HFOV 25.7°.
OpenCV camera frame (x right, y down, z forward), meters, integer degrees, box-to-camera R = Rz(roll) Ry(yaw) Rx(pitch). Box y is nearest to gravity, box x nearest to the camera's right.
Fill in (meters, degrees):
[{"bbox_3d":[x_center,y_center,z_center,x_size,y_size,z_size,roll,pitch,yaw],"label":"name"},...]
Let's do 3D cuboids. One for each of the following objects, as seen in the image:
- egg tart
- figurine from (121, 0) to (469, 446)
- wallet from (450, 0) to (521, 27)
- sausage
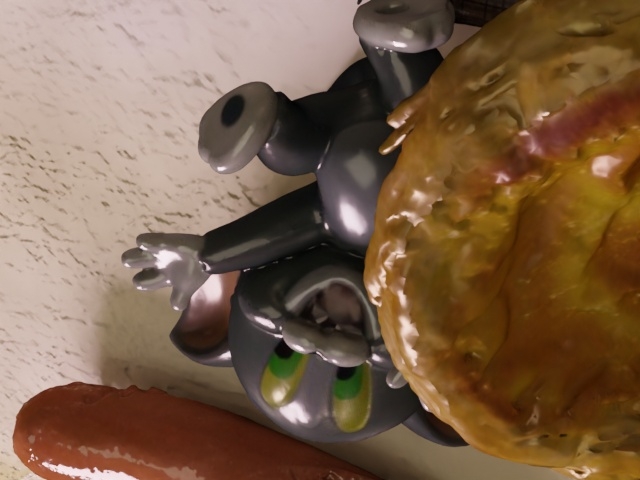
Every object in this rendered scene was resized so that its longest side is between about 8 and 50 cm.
[{"bbox_3d":[0.160,-0.010,0.593,0.294,0.116,0.295,1,131,1],"label":"egg tart"},{"bbox_3d":[0.001,-0.005,0.713,0.193,0.140,0.265,7,110,7],"label":"figurine"},{"bbox_3d":[0.147,-0.139,0.625,0.230,0.042,0.124,14,124,18],"label":"wallet"},{"bbox_3d":[-0.032,0.157,0.849,0.326,0.079,0.087,20,112,12],"label":"sausage"}]
